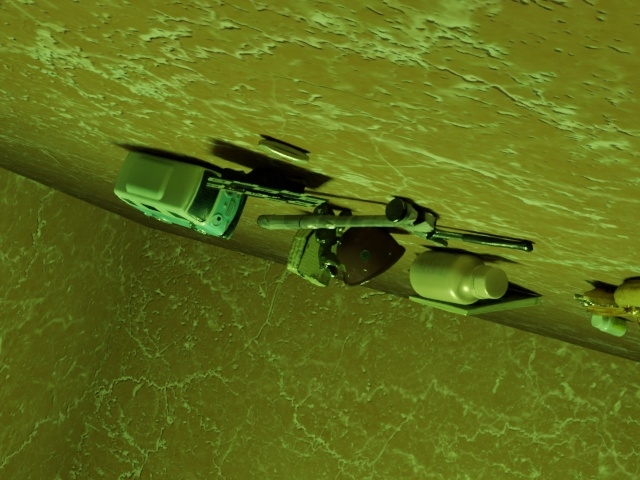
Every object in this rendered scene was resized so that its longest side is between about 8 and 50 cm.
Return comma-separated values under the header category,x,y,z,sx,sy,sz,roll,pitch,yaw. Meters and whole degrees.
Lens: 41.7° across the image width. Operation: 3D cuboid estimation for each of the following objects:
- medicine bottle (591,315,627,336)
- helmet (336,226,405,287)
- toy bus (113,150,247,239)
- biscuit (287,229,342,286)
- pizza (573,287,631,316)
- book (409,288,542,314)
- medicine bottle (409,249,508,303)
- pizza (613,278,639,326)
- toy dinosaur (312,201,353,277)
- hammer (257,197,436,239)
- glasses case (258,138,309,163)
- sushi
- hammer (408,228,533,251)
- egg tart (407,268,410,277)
category,x,y,z,sx,sy,sz,roll,pitch,yaw
medicine bottle,0.739,0.213,2.150,0.083,0.047,0.047,20,174,-21
helmet,0.094,0.014,1.849,0.106,0.155,0.175,58,-177,-11
toy bus,-0.306,-0.105,1.802,0.271,0.133,0.165,15,170,37
biscuit,-0.015,0.025,2.070,0.052,0.150,0.252,14,174,19
pizza,0.607,0.131,1.763,0.185,0.052,0.195,10,170,-3
book,0.403,0.153,2.190,0.283,0.025,0.215,-5,-170,-38
medicine bottle,0.309,0.084,1.863,0.114,0.114,0.252,20,173,-27
pizza,0.653,0.136,1.523,0.229,0.081,0.289,18,174,-4
toy dinosaur,0.000,0.000,1.801,0.087,0.187,0.179,20,147,-12
hammer,0.031,-0.041,1.618,0.427,0.044,0.152,2,168,39
glasses case,-0.057,-0.138,1.307,0.083,0.021,0.032,19,175,-17
sushi,-0.098,-0.110,1.541,0.215,0.050,0.192,10,176,-10
hammer,0.286,-0.002,1.570,0.246,0.029,0.103,10,171,40
egg tart,0.311,0.091,2.114,0.191,0.074,0.191,17,176,1
